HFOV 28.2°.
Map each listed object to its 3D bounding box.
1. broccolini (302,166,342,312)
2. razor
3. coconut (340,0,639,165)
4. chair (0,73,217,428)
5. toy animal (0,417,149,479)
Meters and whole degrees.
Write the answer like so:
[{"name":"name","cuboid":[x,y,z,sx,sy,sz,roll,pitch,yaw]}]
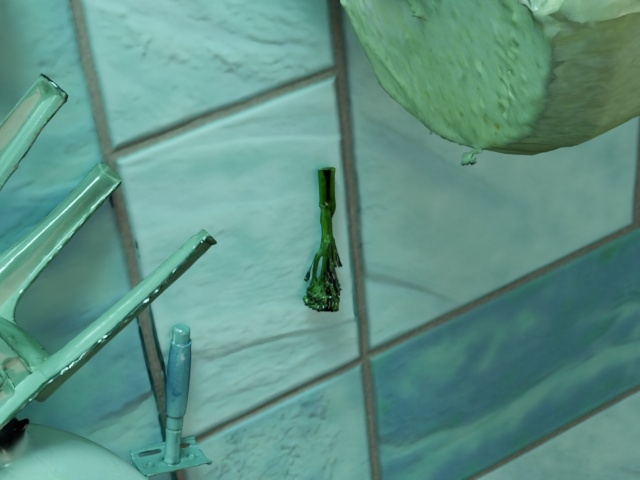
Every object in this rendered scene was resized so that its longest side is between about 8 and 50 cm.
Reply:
[{"name":"broccolini","cuboid":[0.000,0.000,1.082,0.035,0.030,0.140,1,120,5]},{"name":"razor","cuboid":[-0.122,0.132,1.075,0.068,0.040,0.135,-8,116,-33]},{"name":"coconut","cuboid":[0.181,-0.267,0.784,0.404,0.404,0.404,-19,128,-26]},{"name":"chair","cuboid":[-0.247,0.019,0.798,0.275,0.203,0.190,-49,124,-10]},{"name":"toy animal","cuboid":[-0.222,0.248,0.876,0.251,0.251,0.310,5,146,-38]}]
